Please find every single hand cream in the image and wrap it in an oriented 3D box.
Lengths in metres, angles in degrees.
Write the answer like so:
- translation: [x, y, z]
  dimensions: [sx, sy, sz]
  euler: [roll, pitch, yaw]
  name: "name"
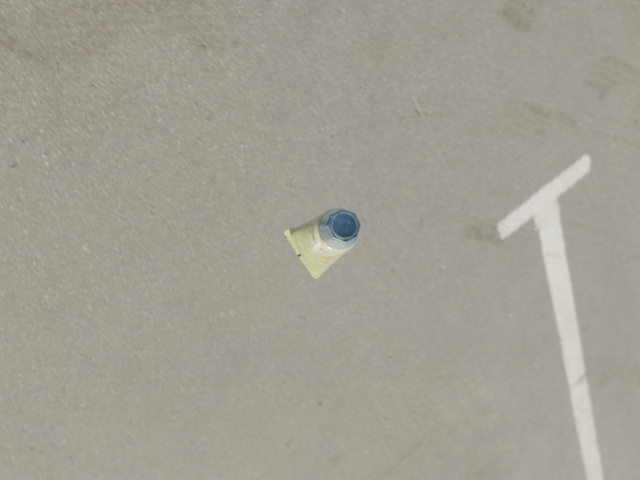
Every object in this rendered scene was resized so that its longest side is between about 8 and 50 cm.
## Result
- translation: [0.000, 0.000, 0.450]
  dimensions: [0.022, 0.035, 0.102]
  euler: [-35, 180, -15]
  name: "hand cream"
